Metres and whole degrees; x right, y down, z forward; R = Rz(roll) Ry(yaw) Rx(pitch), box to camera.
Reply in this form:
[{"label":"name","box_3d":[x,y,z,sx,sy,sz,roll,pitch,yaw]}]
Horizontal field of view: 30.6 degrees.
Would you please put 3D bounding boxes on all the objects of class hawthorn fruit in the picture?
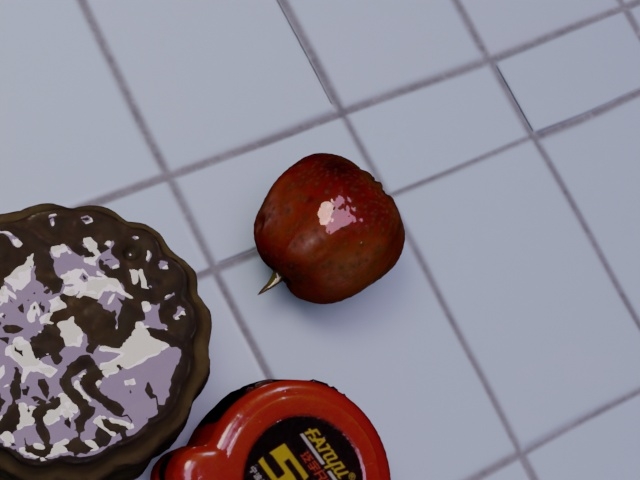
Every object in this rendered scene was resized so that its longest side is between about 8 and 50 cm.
[{"label":"hawthorn fruit","box_3d":[0.000,0.000,1.401,0.179,0.179,0.200,41,82,0]}]

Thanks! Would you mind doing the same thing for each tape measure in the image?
[{"label":"tape measure","box_3d":[-0.042,0.284,1.303,0.260,0.114,0.253,-37,95,-29]}]

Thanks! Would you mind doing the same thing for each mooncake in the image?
[{"label":"mooncake","box_3d":[-0.275,0.115,1.265,0.324,0.187,0.324,4,71,-13]}]
